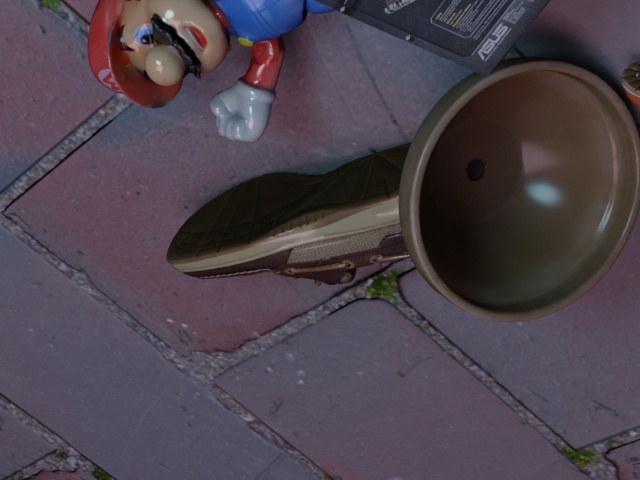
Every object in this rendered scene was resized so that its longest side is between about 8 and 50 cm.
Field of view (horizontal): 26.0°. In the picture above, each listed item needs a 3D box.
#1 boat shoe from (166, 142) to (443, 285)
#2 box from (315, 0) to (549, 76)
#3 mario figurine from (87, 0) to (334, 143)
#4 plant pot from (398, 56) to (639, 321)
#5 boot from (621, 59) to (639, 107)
[{"bbox_3d":[0.000,0.000,1.416,0.342,0.123,0.123,-15,124,27],"label":"boat shoe"},{"bbox_3d":[0.106,-0.244,1.012,0.183,0.056,0.231,21,133,-18],"label":"box"},{"bbox_3d":[-0.072,-0.192,1.204,0.320,0.170,0.198,-19,89,28],"label":"mario figurine"},{"bbox_3d":[0.164,-0.054,1.254,0.237,0.237,0.110,53,171,-28],"label":"plant pot"},{"bbox_3d":[0.330,-0.103,1.207,0.158,0.059,0.085,20,143,3],"label":"boot"}]
